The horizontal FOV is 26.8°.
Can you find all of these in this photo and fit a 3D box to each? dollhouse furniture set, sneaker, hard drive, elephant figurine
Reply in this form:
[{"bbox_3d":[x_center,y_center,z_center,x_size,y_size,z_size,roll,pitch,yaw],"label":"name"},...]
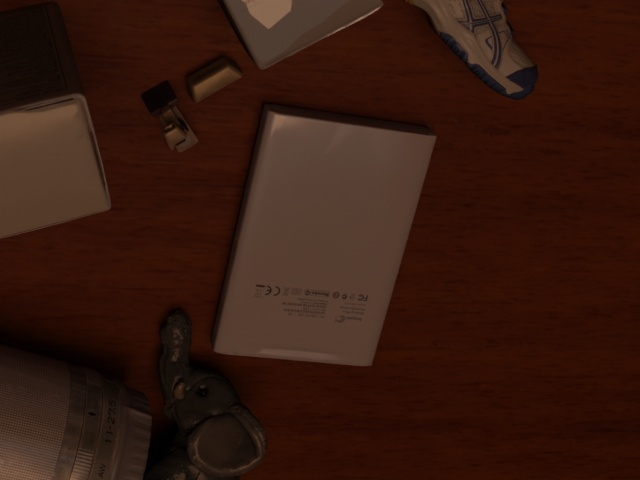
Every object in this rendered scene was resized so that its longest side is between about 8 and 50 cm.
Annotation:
[{"bbox_3d":[-0.125,-0.141,1.516,0.114,0.091,0.081,-30,134,-2],"label":"dollhouse furniture set"},{"bbox_3d":[0.168,-0.282,1.497,0.131,0.112,0.296,-44,118,9],"label":"sneaker"},{"bbox_3d":[0.000,0.000,1.632,0.210,0.040,0.318,7,114,-18],"label":"hard drive"},{"bbox_3d":[-0.143,0.241,1.662,0.239,0.169,0.186,-59,145,0],"label":"elephant figurine"}]

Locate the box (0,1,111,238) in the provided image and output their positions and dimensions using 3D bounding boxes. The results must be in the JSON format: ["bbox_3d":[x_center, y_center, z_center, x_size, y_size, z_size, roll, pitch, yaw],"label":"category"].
[{"bbox_3d":[-0.304,-0.127,1.337,0.148,0.311,0.121,-14,118,-7],"label":"box"}]

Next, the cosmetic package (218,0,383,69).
[{"bbox_3d":[-0.051,-0.308,1.404,0.151,0.151,0.183,-28,120,0],"label":"cosmetic package"}]

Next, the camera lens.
[{"bbox_3d":[-0.360,0.237,1.555,0.274,0.219,0.219,18,110,-22],"label":"camera lens"}]
